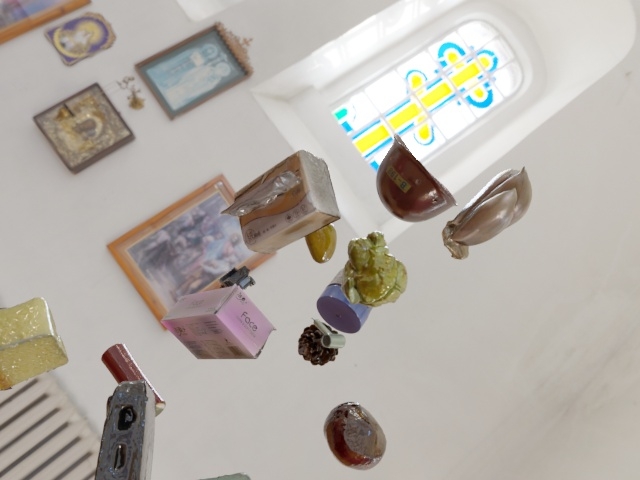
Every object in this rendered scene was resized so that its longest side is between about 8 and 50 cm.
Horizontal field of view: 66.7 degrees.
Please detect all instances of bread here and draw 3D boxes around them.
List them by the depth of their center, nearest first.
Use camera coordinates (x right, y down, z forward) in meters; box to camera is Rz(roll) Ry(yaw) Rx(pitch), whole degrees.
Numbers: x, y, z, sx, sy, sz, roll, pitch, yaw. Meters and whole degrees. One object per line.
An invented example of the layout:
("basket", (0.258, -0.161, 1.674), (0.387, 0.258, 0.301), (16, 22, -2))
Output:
("bread", (-0.686, 0.232, 1.007), (0.178, 0.265, 0.142), (67, -21, 5))

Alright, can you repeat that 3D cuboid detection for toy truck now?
("toy truck", (-0.298, 0.147, 1.715), (0.092, 0.083, 0.192), (52, -26, -4))

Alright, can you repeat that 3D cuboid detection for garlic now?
("garlic", (0.507, -0.091, 1.447), (0.132, 0.279, 0.325), (44, -57, -6))

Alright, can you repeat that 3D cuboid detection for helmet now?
("helmet", (0.337, -0.211, 1.915), (0.385, 0.230, 0.337), (54, 18, 24))

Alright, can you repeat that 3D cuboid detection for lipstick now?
("lipstick", (-0.531, 0.399, 1.376), (0.241, 0.080, 0.080), (42, -20, 26))

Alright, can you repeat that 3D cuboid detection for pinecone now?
("pinecone", (-0.012, 0.382, 1.791), (0.173, 0.173, 0.174), (46, -18, 20))

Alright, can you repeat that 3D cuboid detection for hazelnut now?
("hazelnut", (0.102, 0.593, 1.481), (0.161, 0.170, 0.202), (79, -16, -54))

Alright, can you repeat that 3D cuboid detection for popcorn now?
("popcorn", (0.183, 0.113, 1.760), (0.276, 0.277, 0.225), (43, 18, 27))

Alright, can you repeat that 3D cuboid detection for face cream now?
("face cream", (0.138, 0.285, 2.339), (0.248, 0.225, 0.249), (24, -39, 22))

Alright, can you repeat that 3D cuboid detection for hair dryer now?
("hair dryer", (0.010, 0.242, 1.305), (0.063, 0.038, 0.124), (16, 18, -47))

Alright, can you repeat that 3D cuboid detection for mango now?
("mango", (0.000, 0.000, 2.029), (0.098, 0.137, 0.196), (-127, -142, -76))

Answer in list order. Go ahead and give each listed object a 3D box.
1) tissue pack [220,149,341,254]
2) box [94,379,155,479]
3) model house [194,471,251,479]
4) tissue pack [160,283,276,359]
("tissue pack", (-0.132, -0.114, 1.474), (0.305, 0.238, 0.239), (-26, -76, 34))
("box", (-0.402, 0.483, 1.014), (0.350, 0.090, 0.360), (123, -30, -64))
("model house", (-0.264, 0.813, 1.322), (0.194, 0.266, 0.325), (-85, 158, -54))
("tissue pack", (-0.240, 0.193, 1.122), (0.246, 0.093, 0.149), (-13, -58, 44))
